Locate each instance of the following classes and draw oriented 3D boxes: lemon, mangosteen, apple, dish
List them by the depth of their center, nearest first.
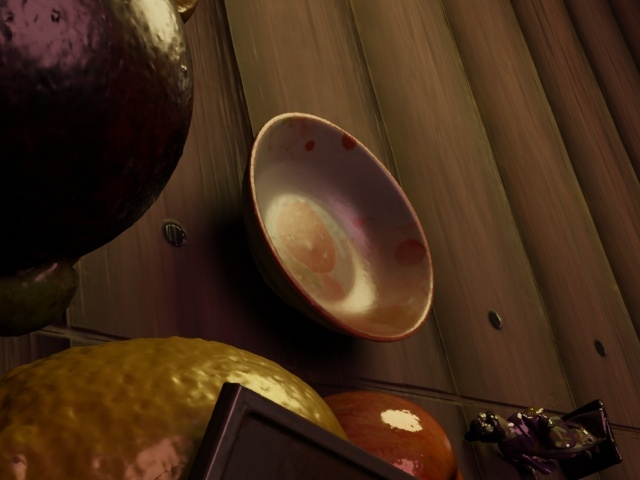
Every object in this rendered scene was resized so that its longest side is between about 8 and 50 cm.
[{"bbox_3d":[-0.111,0.179,0.610,0.320,0.245,0.245,1,59,-28],"label":"lemon"},{"bbox_3d":[-0.224,-0.084,0.655,0.300,0.300,0.300,29,42,-31],"label":"mangosteen"},{"bbox_3d":[0.041,0.227,0.796,0.209,0.164,0.209,-12,90,-77],"label":"apple"},{"bbox_3d":[0.000,0.000,1.028,0.260,0.085,0.260,30,43,-33],"label":"dish"}]

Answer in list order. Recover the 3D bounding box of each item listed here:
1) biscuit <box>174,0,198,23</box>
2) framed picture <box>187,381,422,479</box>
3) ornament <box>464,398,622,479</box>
[{"bbox_3d":[-0.278,-0.309,0.940,0.394,0.070,0.350,23,36,-43],"label":"biscuit"},{"bbox_3d":[-0.013,0.247,0.501,0.211,0.020,0.289,32,64,-28],"label":"framed picture"},{"bbox_3d":[0.253,0.223,1.137,0.203,0.081,0.088,18,49,-40],"label":"ornament"}]
